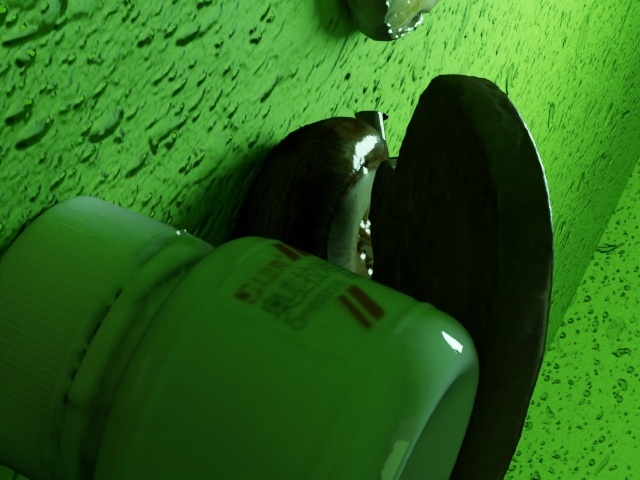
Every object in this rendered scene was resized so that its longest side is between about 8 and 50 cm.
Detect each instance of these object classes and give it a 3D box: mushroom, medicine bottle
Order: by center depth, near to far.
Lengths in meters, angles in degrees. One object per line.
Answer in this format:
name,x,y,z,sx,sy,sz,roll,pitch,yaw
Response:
medicine bottle,-0.070,0.113,0.998,0.241,0.302,0.241,-57,160,-33
mushroom,-0.013,-0.002,1.336,0.194,0.138,0.231,16,85,-58

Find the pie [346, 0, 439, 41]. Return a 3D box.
pie,0.101,-0.316,1.385,0.274,0.055,0.274,-56,160,-32

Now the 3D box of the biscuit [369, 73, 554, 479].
biscuit,0.101,0.046,1.170,0.314,0.063,0.367,-108,-156,-53

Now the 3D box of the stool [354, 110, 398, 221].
stool,0.071,-0.050,1.502,0.153,0.228,0.139,9,76,-41
